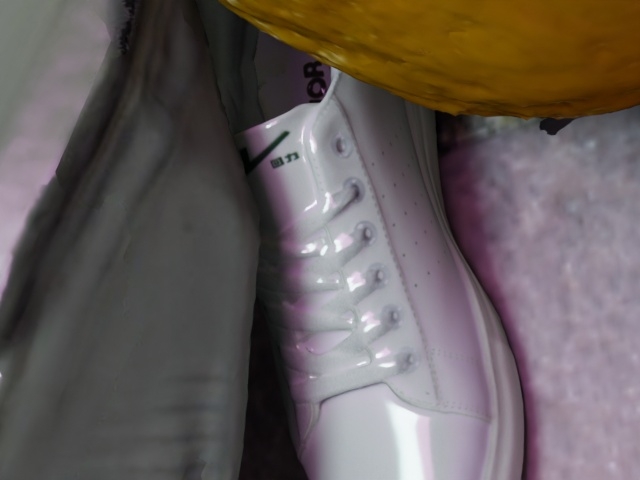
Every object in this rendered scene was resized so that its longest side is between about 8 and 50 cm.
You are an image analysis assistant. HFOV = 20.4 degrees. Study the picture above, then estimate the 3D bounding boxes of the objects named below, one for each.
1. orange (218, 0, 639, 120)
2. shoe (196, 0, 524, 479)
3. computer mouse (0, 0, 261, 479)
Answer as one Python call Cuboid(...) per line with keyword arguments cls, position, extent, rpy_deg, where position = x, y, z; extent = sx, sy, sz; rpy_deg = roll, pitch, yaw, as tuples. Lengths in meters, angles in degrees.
Cuboid(cls="orange", position=(0.065, -0.203, 0.561), extent=(0.293, 0.341, 0.340), rpy_deg=(137, 136, -68))
Cuboid(cls="shoe", position=(0.000, 0.000, 0.670), extent=(0.095, 0.110, 0.265), rpy_deg=(-22, 63, 25))
Cuboid(cls="computer mouse", position=(-0.141, 0.066, 0.662), extent=(0.228, 0.145, 0.429), rpy_deg=(9, 94, 56))
